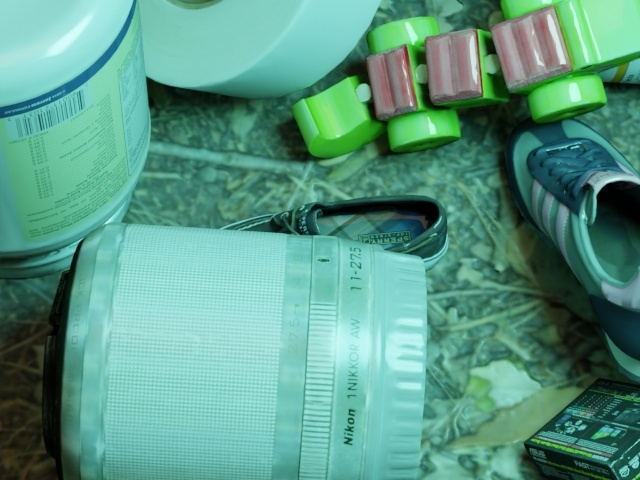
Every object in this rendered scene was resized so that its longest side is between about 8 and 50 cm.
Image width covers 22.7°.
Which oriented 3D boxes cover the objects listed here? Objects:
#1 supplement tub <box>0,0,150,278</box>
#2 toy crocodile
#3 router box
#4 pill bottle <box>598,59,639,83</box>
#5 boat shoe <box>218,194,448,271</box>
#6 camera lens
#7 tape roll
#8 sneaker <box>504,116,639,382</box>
[{"bbox_3d":[-0.257,-0.130,1.276,0.235,0.325,0.235,1,61,-3],"label":"supplement tub"},{"bbox_3d":[0.135,-0.149,1.375,0.340,0.105,0.115,-13,86,26],"label":"toy crocodile"},{"bbox_3d":[0.233,0.156,1.266,0.092,0.122,0.038,-36,106,-20],"label":"router box"},{"bbox_3d":[0.306,-0.211,1.460,0.245,0.136,0.136,3,61,-2],"label":"pill bottle"},{"bbox_3d":[0.000,0.000,1.361,0.228,0.076,0.080,-4,61,-6],"label":"boat shoe"},{"bbox_3d":[-0.065,0.102,1.220,0.274,0.219,0.219,4,61,-1],"label":"camera lens"},{"bbox_3d":[-0.073,-0.269,1.395,0.100,0.286,0.286,5,48,-53],"label":"tape roll"},{"bbox_3d":[0.238,-0.032,1.325,0.112,0.131,0.319,-21,44,-6],"label":"sneaker"}]
